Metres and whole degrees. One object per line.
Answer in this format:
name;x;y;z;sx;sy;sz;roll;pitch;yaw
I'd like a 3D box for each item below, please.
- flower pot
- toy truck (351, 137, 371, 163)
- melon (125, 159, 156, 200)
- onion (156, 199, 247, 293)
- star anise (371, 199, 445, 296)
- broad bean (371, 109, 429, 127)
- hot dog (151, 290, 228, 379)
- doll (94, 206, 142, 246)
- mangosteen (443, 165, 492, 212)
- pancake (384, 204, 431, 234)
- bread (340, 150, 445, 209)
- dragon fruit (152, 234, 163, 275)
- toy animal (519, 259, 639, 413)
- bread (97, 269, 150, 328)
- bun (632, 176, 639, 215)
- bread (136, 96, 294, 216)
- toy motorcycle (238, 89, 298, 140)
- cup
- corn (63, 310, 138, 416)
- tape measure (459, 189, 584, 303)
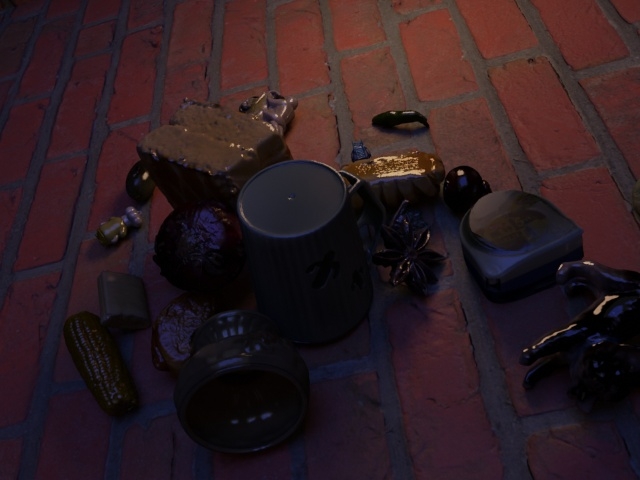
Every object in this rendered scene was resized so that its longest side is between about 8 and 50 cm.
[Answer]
flower pot;-0.182;0.306;1.477;0.307;0.307;0.244;-21;35;1
toy truck;0.125;-0.254;1.948;0.063;0.074;0.136;-17;31;3
melon;-0.599;-0.205;2.152;0.099;0.099;0.162;-6;51;13
onion;-0.300;0.019;1.644;0.246;0.190;0.246;-4;79;20
star anise;0.221;0.027;1.648;0.230;0.081;0.262;-1;70;-25
broad bean;0.249;-0.388;2.042;0.195;0.061;0.046;7;52;23
hot dog;-0.357;0.238;1.681;0.153;0.150;0.257;10;55;13
doll;-0.644;-0.046;2.059;0.162;0.062;0.106;-36;54;-11
mangosteen;0.404;-0.139;1.756;0.140;0.140;0.140;-9;50;11
pancake;0.238;-0.047;1.791;0.116;0.022;0.129;-22;49;0
bread;0.201;-0.164;1.830;0.311;0.121;0.173;-6;38;14
dragon fruit;-0.396;0.030;1.844;0.188;0.182;0.182;22;62;30
toy animal;0.617;0.208;1.345;0.302;0.194;0.344;15;63;35
bread;-0.559;0.167;1.819;0.139;0.060;0.178;8;39;-33
bun;0.872;-0.113;1.574;0.195;0.118;0.195;-8;53;11
bread;-0.261;-0.179;1.833;0.371;0.390;0.279;18;64;31
toy motorcycle;-0.177;-0.414;2.176;0.223;0.108;0.341;-18;41;11
cup;-0.024;-0.001;1.610;0.310;0.392;0.401;7;49;16
corn;-0.589;0.318;1.706;0.120;0.120;0.363;-37;52;-13
tape measure;0.485;-0.004;1.600;0.259;0.138;0.262;-24;48;-3
